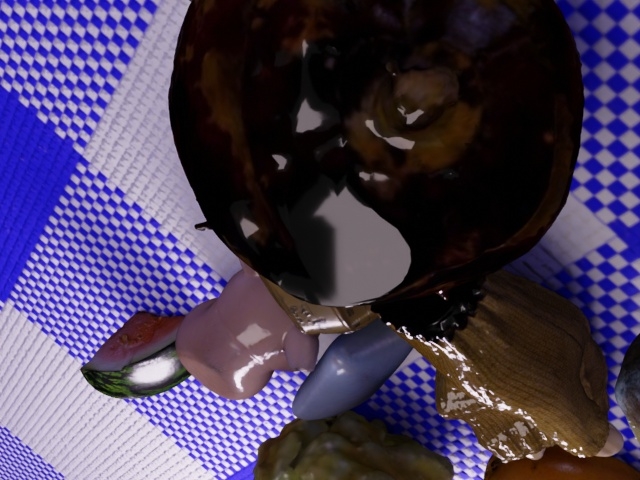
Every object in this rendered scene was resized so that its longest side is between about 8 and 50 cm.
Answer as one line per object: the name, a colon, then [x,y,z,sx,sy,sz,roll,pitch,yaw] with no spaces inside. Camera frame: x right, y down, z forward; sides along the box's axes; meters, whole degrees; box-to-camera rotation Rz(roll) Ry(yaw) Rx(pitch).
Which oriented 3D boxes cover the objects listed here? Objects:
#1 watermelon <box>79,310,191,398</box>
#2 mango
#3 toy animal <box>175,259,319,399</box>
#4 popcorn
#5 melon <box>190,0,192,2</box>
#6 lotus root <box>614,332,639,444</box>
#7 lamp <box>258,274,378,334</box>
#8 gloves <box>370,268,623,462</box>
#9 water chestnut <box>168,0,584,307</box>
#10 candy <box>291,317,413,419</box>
watermelon: [-0.235,0.176,1.348,0.145,0.193,0.137,3,85,32]
mango: [0.302,0.304,1.076,0.219,0.112,0.145,5,131,17]
toy animal: [-0.090,0.111,1.142,0.166,0.154,0.250,48,137,1]
popcorn: [0.039,0.353,1.184,0.279,0.274,0.335,53,170,8]
melon: [-0.099,-0.265,0.831,0.098,0.098,0.131,-13,120,43]
lotus root: [0.404,0.106,0.766,0.140,0.158,0.322,30,142,-32]
lamp: [0.000,0.000,0.965,0.161,0.161,0.185,0,129,37]
gloves: [0.194,0.116,0.926,0.203,0.155,0.356,18,155,49]
water chestnut: [0.046,-0.106,0.757,0.335,0.347,0.336,2,99,14]
candy: [0.044,0.154,1.099,0.071,0.138,0.174,55,145,18]
